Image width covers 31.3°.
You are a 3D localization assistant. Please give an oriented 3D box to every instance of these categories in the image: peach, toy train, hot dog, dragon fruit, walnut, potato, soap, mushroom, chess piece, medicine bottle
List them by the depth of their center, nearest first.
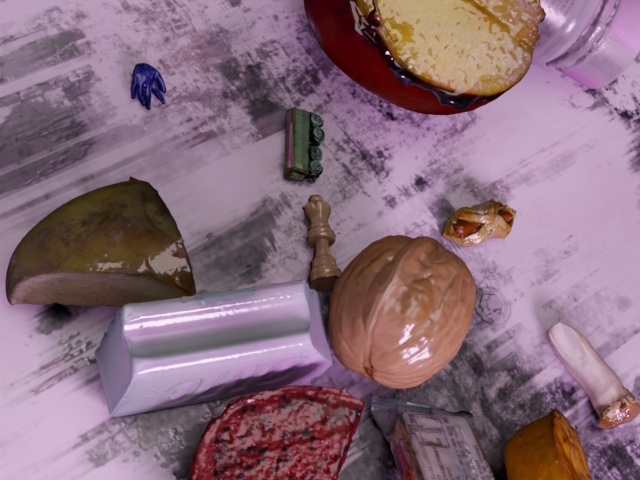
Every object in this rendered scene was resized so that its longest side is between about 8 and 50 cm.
[{"bbox_3d":[-0.086,0.350,1.660,0.205,0.152,0.317,24,62,6],"label":"dragon fruit"},{"bbox_3d":[-0.144,0.158,1.689,0.347,0.208,0.115,-7,68,-27],"label":"soap"},{"bbox_3d":[-0.346,0.021,1.698,0.255,0.112,0.269,-19,48,-21],"label":"potato"},{"bbox_3d":[0.128,0.105,1.787,0.225,0.225,0.261,37,57,0],"label":"walnut"},{"bbox_3d":[0.000,0.000,1.929,0.060,0.060,0.172,4,60,-21],"label":"chess piece"},{"bbox_3d":[0.470,0.234,1.993,0.084,0.071,0.209,-36,75,-1],"label":"mushroom"},{"bbox_3d":[-0.029,-0.169,2.016,0.071,0.038,0.148,12,59,-17],"label":"toy train"},{"bbox_3d":[0.188,-0.409,2.047,0.416,0.353,0.339,37,84,25],"label":"peach"},{"bbox_3d":[0.300,-0.035,2.067,0.169,0.061,0.078,-18,73,-29],"label":"hot dog"},{"bbox_3d":[0.465,-0.466,2.252,0.325,0.256,0.256,27,56,-16],"label":"medicine bottle"}]

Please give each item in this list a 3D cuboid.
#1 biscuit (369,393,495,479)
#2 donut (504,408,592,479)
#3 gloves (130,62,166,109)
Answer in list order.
[{"bbox_3d":[0.196,0.356,1.748,0.186,0.079,0.309,9,30,-21],"label":"biscuit"},{"bbox_3d":[0.376,0.407,1.771,0.277,0.108,0.277,54,20,-30],"label":"donut"},{"bbox_3d":[-0.295,-0.265,1.963,0.064,0.026,0.086,7,61,-21],"label":"gloves"}]
